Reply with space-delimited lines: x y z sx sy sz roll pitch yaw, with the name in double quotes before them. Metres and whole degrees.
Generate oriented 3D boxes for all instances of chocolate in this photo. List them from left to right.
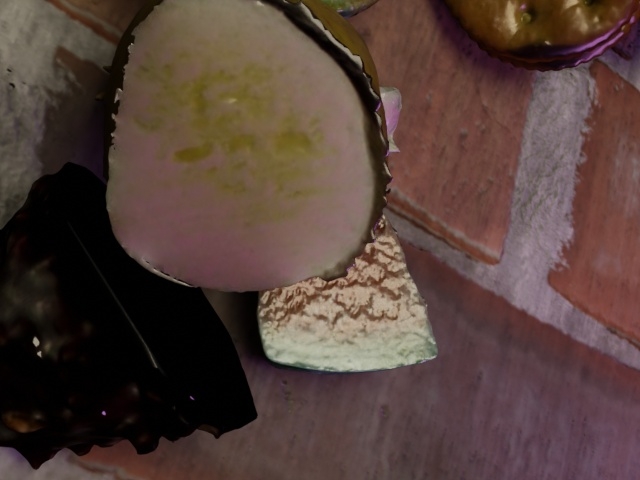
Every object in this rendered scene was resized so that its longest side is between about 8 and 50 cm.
"chocolate" -0.183 0.082 0.804 0.177 0.206 0.224 -34 81 7

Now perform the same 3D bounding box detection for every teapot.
"teapot" 0.039 -0.106 1.031 0.083 0.064 0.064 -8 90 -40

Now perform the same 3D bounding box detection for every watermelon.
"watermelon" 0.000 0.000 0.972 0.154 0.094 0.241 -2 77 -25

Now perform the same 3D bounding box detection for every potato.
"potato" -0.060 -0.108 0.859 0.229 0.229 0.266 47 13 -16

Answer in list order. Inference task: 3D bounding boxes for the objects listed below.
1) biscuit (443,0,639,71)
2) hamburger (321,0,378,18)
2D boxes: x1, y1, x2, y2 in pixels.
"biscuit" 0.228 -0.282 1.128 0.066 0.220 0.220 -12 83 -77
"hamburger" 0.029 -0.303 1.008 0.288 0.167 0.192 -14 87 -35
